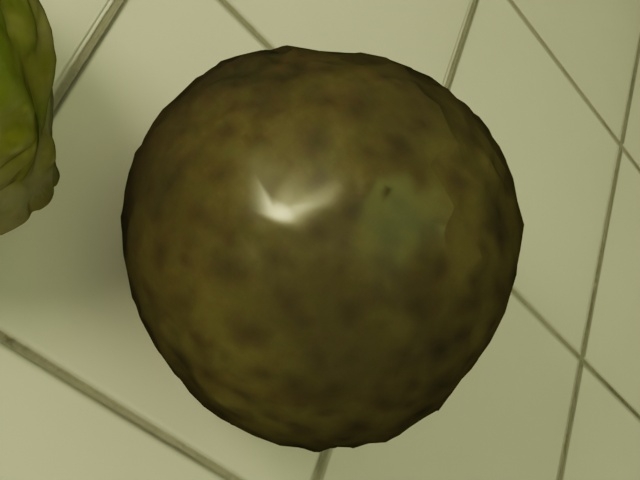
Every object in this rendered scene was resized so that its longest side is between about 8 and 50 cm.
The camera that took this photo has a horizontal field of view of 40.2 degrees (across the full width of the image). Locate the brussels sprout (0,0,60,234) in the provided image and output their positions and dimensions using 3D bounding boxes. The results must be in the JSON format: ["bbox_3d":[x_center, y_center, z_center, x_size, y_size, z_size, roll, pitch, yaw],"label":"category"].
[{"bbox_3d":[-0.343,-0.135,0.668,0.274,0.242,0.317,-52,124,-66],"label":"brussels sprout"}]

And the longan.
[{"bbox_3d":[0.000,0.000,0.855,0.391,0.391,0.391,13,72,-43],"label":"longan"}]
